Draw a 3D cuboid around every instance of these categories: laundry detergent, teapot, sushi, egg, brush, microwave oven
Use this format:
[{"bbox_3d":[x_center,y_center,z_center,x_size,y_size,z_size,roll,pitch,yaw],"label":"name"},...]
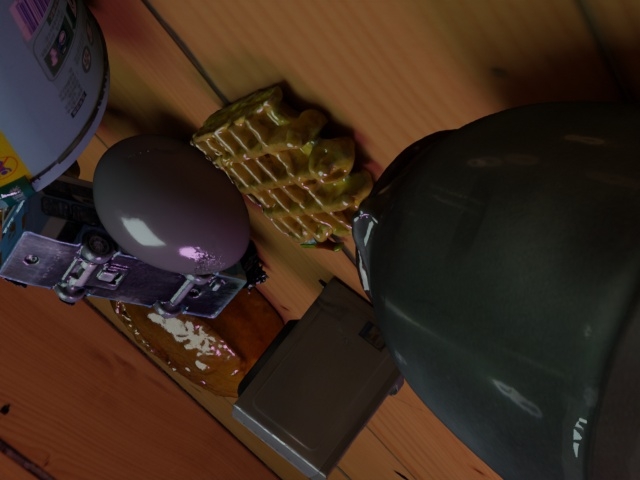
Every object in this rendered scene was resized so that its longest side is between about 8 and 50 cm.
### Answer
[{"bbox_3d":[-0.355,-0.190,0.902,0.287,0.287,0.305,33,161,18],"label":"laundry detergent"},{"bbox_3d":[0.182,0.039,0.570,0.314,0.233,0.312,17,-172,-39],"label":"teapot"},{"bbox_3d":[-0.124,0.032,1.384,0.083,0.056,0.085,26,158,35],"label":"sushi"},{"bbox_3d":[-0.172,-0.039,1.148,0.198,0.146,0.146,33,164,-12],"label":"egg"},{"bbox_3d":[0.000,0.000,1.113,0.021,0.018,0.083,57,159,-22],"label":"brush"},{"bbox_3d":[0.004,0.178,1.243,0.163,0.205,0.129,38,163,7],"label":"microwave oven"}]

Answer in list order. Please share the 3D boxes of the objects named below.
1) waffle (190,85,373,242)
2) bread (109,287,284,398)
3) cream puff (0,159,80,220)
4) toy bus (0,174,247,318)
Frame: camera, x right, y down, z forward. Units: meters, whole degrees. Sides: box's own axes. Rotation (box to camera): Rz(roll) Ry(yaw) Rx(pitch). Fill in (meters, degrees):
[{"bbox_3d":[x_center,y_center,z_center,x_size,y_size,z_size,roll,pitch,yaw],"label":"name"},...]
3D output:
[{"bbox_3d":[-0.022,-0.067,0.929,0.160,0.055,0.211,45,161,-18],"label":"waffle"},{"bbox_3d":[-0.206,0.128,1.620,0.312,0.172,0.312,30,159,13],"label":"bread"},{"bbox_3d":[-0.407,-0.139,1.294,0.244,0.196,0.244,34,161,14],"label":"cream puff"},{"bbox_3d":[-0.247,0.010,1.241,0.297,0.131,0.106,14,134,-35],"label":"toy bus"}]
